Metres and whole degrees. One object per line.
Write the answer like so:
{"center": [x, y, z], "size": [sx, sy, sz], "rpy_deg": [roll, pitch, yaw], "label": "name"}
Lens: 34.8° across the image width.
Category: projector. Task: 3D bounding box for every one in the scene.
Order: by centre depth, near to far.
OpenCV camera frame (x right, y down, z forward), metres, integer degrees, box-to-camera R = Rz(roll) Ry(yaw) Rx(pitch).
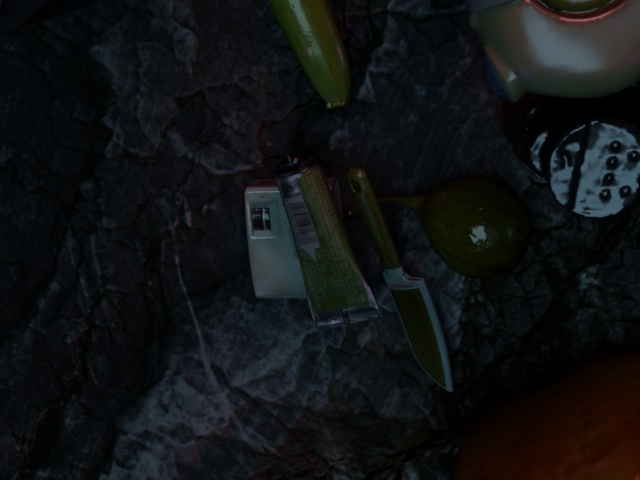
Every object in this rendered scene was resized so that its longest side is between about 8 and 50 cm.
{"center": [-0.030, -0.004, 1.284], "size": [0.115, 0.061, 0.147], "rpy_deg": [-1, 107, 10], "label": "projector"}

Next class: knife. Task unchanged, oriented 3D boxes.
{"center": [0.103, 0.057, 1.250], "size": [0.061, 0.027, 0.343], "rpy_deg": [9, 132, 42], "label": "knife"}

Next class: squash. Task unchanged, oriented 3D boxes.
{"center": [-0.013, -0.247, 1.201], "size": [0.066, 0.066, 0.201], "rpy_deg": [-17, 107, 16], "label": "squash"}

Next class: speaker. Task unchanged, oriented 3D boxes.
{"center": [0.319, -0.088, 1.058], "size": [0.259, 0.329, 0.198], "rpy_deg": [31, 111, -7], "label": "speaker"}

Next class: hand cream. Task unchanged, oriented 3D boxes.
{"center": [0.000, 0.000, 1.226], "size": [0.086, 0.055, 0.235], "rpy_deg": [-12, 113, 18], "label": "hand cream"}

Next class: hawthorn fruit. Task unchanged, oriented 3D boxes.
{"center": [0.361, 0.355, 1.129], "size": [0.471, 0.472, 0.472], "rpy_deg": [3, 108, 10], "label": "hawthorn fruit"}

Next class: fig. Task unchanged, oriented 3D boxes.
{"center": [0.139, -0.027, 1.233], "size": [0.236, 0.124, 0.124], "rpy_deg": [14, 112, 29], "label": "fig"}

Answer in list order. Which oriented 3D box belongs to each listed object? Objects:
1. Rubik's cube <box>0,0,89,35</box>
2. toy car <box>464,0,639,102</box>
{"center": [-0.285, -0.444, 1.034], "size": [0.363, 0.359, 0.362], "rpy_deg": [-29, 99, 19], "label": "Rubik's cube"}
{"center": [0.303, -0.190, 0.851], "size": [0.336, 0.242, 0.226], "rpy_deg": [-17, 100, 14], "label": "toy car"}
